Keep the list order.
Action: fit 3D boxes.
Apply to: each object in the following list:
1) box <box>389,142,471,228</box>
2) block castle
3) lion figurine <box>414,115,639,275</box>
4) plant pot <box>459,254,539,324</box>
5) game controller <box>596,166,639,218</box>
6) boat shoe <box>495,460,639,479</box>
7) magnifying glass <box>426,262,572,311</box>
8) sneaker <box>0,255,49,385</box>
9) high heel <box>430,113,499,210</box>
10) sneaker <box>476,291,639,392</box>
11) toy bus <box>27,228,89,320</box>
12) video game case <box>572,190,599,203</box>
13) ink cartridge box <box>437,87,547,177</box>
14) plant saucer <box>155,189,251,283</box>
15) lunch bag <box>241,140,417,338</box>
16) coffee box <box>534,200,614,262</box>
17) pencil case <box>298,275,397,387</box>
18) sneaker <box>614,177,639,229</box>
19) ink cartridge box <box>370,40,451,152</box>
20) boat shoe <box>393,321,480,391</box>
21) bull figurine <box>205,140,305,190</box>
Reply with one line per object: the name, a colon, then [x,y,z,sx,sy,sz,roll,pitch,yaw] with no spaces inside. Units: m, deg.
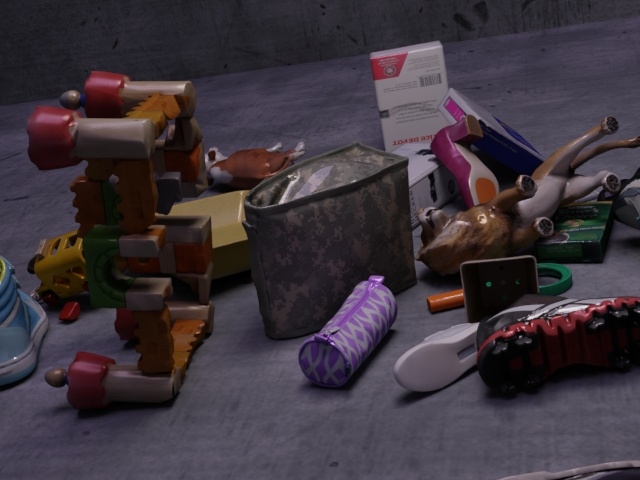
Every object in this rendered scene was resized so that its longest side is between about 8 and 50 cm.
box: [0.175,-0.113,2.030,0.169,0.087,0.290,5,26,37]
block castle: [-0.301,-0.007,1.484,0.213,0.453,0.303,1,23,8]
lion figurine: [0.351,-0.064,1.673,0.392,0.142,0.240,-24,-6,-26]
plant pot: [0.270,0.073,1.483,0.109,0.109,0.096,-6,8,13]
game controller: [0.620,-0.059,1.723,0.166,0.067,0.319,-31,24,-11]
boat shoe: [0.273,0.272,1.039,0.206,0.075,0.065,-6,63,-3]
magnifying glass: [0.282,0.077,1.572,0.231,0.026,0.092,-11,21,-4]
sneaker: [-0.546,0.091,1.687,0.127,0.208,0.319,-17,21,-12]
high heel: [0.268,-0.118,1.924,0.082,0.244,0.117,8,-30,-36]
sneaker: [0.332,0.116,1.331,0.276,0.097,0.135,-13,23,-1]
toy bus: [-0.474,0.042,1.835,0.202,0.104,0.191,-47,37,-9]
video game case: [0.457,-0.082,1.914,0.122,0.011,0.087,-16,21,-12]
ink cartridge box: [0.365,-0.222,2.118,0.176,0.069,0.371,30,13,-14]
plant saucer: [-0.199,-0.005,1.907,0.333,0.081,0.333,-14,19,-31]
lunch bag: [0.000,0.000,1.609,0.287,0.235,0.169,-24,30,-32]
coffee box: [0.435,-0.016,1.708,0.113,0.040,0.184,-2,22,25]
pencil case: [0.042,0.132,1.454,0.086,0.088,0.206,2,23,25]
sneaker: [0.538,-0.012,1.542,0.122,0.110,0.283,-49,26,-6]
ink cartridge box: [0.221,-0.340,2.392,0.172,0.237,0.100,-9,18,6]
boat shoe: [0.166,0.154,1.375,0.184,0.066,0.063,-26,11,-30]
bull figurine: [-0.147,-0.172,2.327,0.188,0.101,0.310,-21,22,-29]
